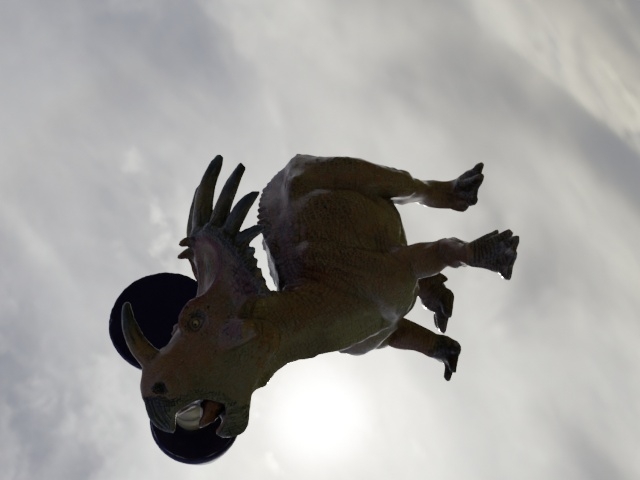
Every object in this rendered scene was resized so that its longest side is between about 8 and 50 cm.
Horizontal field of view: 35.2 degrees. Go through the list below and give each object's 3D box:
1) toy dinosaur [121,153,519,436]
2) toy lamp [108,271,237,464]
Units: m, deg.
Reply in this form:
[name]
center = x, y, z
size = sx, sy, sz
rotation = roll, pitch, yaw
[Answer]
[toy dinosaur]
center = 0.000, 0.000, 0.634
size = 0.200, 0.127, 0.295
rotation = 13, -157, -3
[toy lamp]
center = -0.101, 0.113, 0.768
size = 0.274, 0.080, 0.080
rotation = 96, 158, -64
